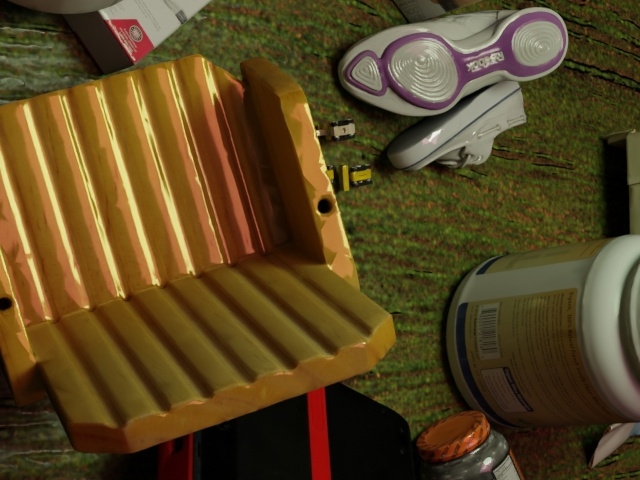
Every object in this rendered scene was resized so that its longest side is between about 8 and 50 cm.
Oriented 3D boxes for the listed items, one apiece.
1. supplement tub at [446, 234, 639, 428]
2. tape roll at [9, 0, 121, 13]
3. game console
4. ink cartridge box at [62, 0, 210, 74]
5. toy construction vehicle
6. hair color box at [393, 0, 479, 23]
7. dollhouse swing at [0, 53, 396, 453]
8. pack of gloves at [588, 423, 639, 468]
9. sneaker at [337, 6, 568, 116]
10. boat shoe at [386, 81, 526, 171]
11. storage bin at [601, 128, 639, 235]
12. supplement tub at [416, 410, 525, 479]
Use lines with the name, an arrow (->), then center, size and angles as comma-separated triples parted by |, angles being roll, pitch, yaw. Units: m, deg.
supplement tub -> 0.338, 0.115, 1.786 | 0.228, 0.316, 0.228 | 8, 77, -41
tape roll -> -0.243, -0.365, 1.401 | 0.246, 0.169, 0.246 | 9, 68, -22
game console -> -0.023, 0.286, 1.501 | 0.342, 0.060, 0.386 | 31, 38, -32
ink cartridge box -> -0.198, -0.265, 1.543 | 0.150, 0.063, 0.109 | -48, 113, -36
toy construction vehicle -> 0.014, -0.100, 1.731 | 0.098, 0.035, 0.086 | -16, 104, -40
hair color box -> 0.101, -0.440, 1.762 | 0.339, 0.185, 0.110 | 48, 54, -24
dollhouse swing -> -0.139, -0.009, 1.311 | 0.347, 0.305, 0.315 | -17, 95, -15
pack of gloves -> 0.484, 0.216, 2.007 | 0.232, 0.046, 0.195 | -22, 139, -43
sneaker -> 0.156, -0.227, 1.833 | 0.305, 0.152, 0.114 | -11, 102, -20
boat shoe -> 0.187, -0.135, 1.846 | 0.258, 0.095, 0.084 | -34, 103, -38
storage bin -> 0.527, -0.015, 2.113 | 0.260, 0.123, 0.262 | 10, 76, -40
supplement tub -> 0.195, 0.311, 1.759 | 0.117, 0.117, 0.190 | -36, 105, -40
